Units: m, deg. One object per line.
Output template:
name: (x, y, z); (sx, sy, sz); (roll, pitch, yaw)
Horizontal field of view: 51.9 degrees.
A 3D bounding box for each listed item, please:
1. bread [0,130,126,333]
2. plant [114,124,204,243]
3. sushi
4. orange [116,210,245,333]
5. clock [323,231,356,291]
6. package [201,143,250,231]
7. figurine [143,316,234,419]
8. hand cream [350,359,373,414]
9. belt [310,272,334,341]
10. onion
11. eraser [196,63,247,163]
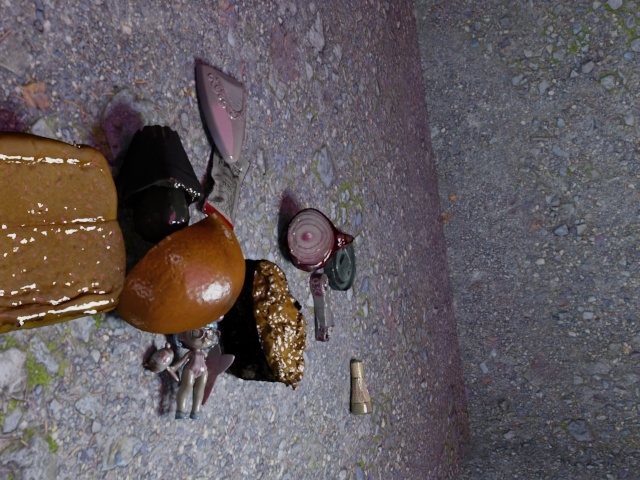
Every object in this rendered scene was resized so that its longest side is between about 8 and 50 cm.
bread: (-0.498, -0.015, 1.113); (0.337, 0.148, 0.328); (-12, 95, -62)
plant: (-0.349, -0.118, 1.410); (0.142, 0.164, 0.256); (28, 48, -64)
sushi: (-0.143, 0.207, 1.756); (0.234, 0.207, 0.349); (-33, 116, -52)
orange: (-0.292, 0.073, 1.423); (0.310, 0.274, 0.274); (-102, 174, -60)
clock: (0.071, 0.077, 2.380); (0.215, 0.042, 0.215); (10, 78, -64)
package: (-0.250, -0.147, 1.748); (0.154, 0.030, 0.239); (45, 45, -52)
figurine: (-0.317, 0.284, 1.534); (0.205, 0.103, 0.260); (11, 78, -27)
hand cream: (0.144, 0.548, 2.469); (0.084, 0.084, 0.203); (2, 80, -64)
belt: (0.007, 0.225, 2.226); (0.071, 0.053, 0.232); (-15, 101, -64)
onion: (0.000, 0.000, 2.051); (0.140, 0.218, 0.195); (95, -8, -77)
eraser: (-0.240, -0.325, 1.736); (0.204, 0.059, 0.243); (8, 72, -65)
